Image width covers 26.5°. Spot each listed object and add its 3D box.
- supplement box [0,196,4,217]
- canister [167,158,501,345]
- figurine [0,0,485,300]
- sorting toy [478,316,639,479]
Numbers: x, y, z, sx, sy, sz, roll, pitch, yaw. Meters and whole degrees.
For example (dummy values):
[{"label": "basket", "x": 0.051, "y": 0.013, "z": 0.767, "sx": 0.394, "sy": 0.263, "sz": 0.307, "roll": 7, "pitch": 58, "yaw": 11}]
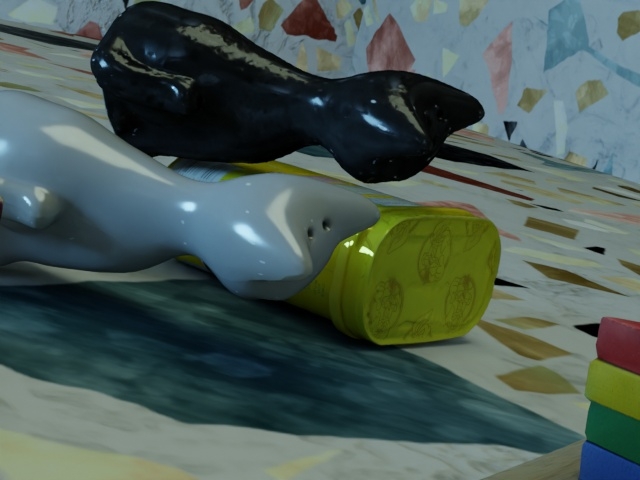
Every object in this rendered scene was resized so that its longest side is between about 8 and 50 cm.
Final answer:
[{"label": "supplement box", "x": -0.216, "y": -0.002, "z": 0.463, "sx": 0.188, "sy": 0.080, "sz": 0.104, "roll": 19, "pitch": 11, "yaw": 28}, {"label": "canister", "x": 0.000, "y": 0.000, "z": 0.790, "sx": 0.170, "sy": 0.073, "sz": 0.126, "roll": 19, "pitch": 13, "yaw": 38}, {"label": "figurine", "x": -0.049, "y": -0.043, "z": 0.690, "sx": 0.209, "sy": 0.092, "sz": 0.215, "roll": 11, "pitch": 32, "yaw": 24}, {"label": "sorting toy", "x": 0.212, "y": 0.083, "z": 0.478, "sx": 0.255, "sy": 0.089, "sz": 0.257, "roll": 12, "pitch": 7, "yaw": 31}]
